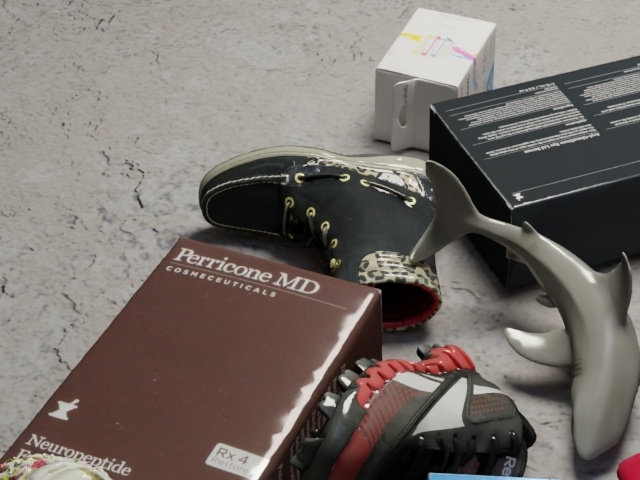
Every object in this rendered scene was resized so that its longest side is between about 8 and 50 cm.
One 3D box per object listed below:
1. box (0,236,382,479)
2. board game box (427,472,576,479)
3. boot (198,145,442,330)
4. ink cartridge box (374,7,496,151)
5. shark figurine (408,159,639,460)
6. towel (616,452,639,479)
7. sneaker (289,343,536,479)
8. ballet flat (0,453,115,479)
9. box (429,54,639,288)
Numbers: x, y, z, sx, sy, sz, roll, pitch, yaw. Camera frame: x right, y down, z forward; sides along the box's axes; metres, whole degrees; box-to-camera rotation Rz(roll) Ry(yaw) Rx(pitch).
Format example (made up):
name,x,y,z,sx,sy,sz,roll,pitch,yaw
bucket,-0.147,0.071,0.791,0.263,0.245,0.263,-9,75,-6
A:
name,x,y,z,sx,sy,sz,roll,pitch,yaw
box,-0.107,0.175,1.219,0.191,0.143,0.381,14,40,19
board game box,0.212,0.306,1.052,0.308,0.086,0.302,2,47,5
boot,0.001,-0.001,1.474,0.236,0.085,0.179,0,41,1
ink cartridge box,0.115,-0.158,1.657,0.090,0.092,0.143,14,43,18
shark figurine,0.210,0.033,1.359,0.166,0.116,0.278,-21,62,-30
towel,0.356,0.245,1.196,0.198,0.031,0.275,-9,40,-8
sneaker,0.082,0.151,1.209,0.135,0.098,0.276,36,18,21
ballet flat,-0.137,0.192,1.032,0.091,0.077,0.241,-32,47,-30
box,0.257,-0.073,1.536,0.261,0.103,0.184,-14,37,-15
